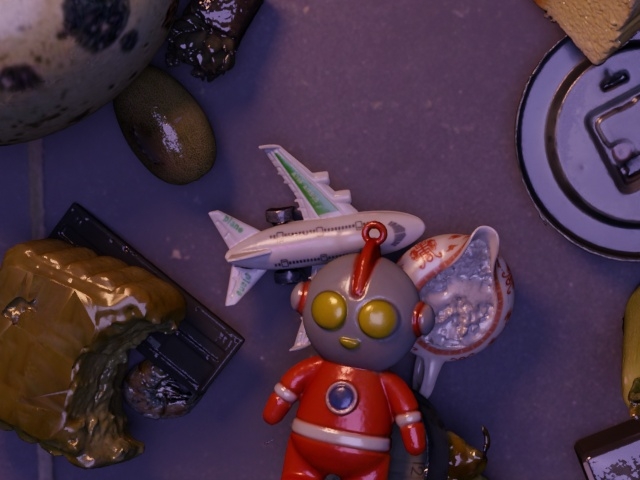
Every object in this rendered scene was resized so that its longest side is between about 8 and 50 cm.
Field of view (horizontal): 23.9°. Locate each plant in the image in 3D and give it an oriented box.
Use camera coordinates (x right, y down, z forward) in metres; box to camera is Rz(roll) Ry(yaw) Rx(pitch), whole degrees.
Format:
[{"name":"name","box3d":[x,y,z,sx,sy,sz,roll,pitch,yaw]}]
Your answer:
[{"name":"plant","box3d":[-0.129,-0.259,1.811,0.094,0.092,0.143,30,88,-10]}]

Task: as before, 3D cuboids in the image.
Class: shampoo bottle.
[{"name":"shampoo bottle","box3d":[0.443,0.249,1.868,0.246,0.079,0.080,-22,97,3]}]

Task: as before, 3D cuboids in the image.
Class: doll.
[{"name":"doll","box3d":[0.039,0.144,1.752,0.200,0.105,0.336,11,91,16]}]

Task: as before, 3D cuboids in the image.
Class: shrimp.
[{"name":"shrimp","box3d":[-0.173,0.164,1.891,0.161,0.034,0.091,-41,107,11]}]

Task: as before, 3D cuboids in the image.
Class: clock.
[{"name":"clock","box3d":[0.386,-0.127,1.834,0.313,0.061,0.312,0,97,1]},{"name":"clock","box3d":[0.056,0.271,1.821,0.042,0.215,0.215,29,98,-46]}]

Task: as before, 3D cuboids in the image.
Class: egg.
[{"name":"egg","box3d":[-0.340,-0.259,1.711,0.379,0.287,0.287,-20,96,7]}]

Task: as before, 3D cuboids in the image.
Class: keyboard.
[{"name":"keyboard","box3d":[-0.184,0.105,1.851,0.381,0.041,0.103,40,98,12]}]

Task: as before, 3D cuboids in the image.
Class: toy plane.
[{"name":"toy plane","box3d":[-0.001,0.000,1.834,0.255,0.101,0.251,-9,96,-2]}]

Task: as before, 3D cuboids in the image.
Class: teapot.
[{"name":"teapot","box3d":[0.152,0.081,1.833,0.159,0.116,0.245,1,111,-23]}]

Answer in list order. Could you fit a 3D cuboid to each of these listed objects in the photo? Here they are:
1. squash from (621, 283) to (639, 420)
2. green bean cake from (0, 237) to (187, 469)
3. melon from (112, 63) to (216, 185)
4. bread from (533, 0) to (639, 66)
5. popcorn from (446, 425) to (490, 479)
[{"name":"squash","box3d":[0.404,0.160,1.790,0.137,0.287,0.137,11,124,16]},{"name":"green bean cake","box3d":[-0.295,0.134,1.801,0.233,0.124,0.236,21,102,17]},{"name":"melon","box3d":[-0.190,-0.141,1.820,0.099,0.099,0.162,-34,92,4]},{"name":"bread","box3d":[0.335,-0.352,1.790,0.178,0.135,0.240,-28,69,-29]},{"name":"popcorn","box3d":[0.164,0.333,1.843,0.168,0.173,0.195,7,74,-17]}]
